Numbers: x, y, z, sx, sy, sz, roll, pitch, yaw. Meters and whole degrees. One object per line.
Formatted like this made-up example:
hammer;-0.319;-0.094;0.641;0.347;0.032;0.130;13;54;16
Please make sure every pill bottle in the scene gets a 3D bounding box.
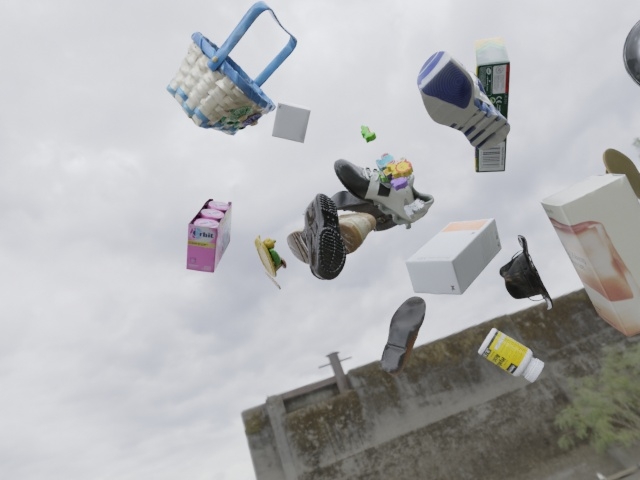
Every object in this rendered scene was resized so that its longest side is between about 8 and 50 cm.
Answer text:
pill bottle;0.396;0.240;0.904;0.065;0.116;0.065;-44;-27;-30

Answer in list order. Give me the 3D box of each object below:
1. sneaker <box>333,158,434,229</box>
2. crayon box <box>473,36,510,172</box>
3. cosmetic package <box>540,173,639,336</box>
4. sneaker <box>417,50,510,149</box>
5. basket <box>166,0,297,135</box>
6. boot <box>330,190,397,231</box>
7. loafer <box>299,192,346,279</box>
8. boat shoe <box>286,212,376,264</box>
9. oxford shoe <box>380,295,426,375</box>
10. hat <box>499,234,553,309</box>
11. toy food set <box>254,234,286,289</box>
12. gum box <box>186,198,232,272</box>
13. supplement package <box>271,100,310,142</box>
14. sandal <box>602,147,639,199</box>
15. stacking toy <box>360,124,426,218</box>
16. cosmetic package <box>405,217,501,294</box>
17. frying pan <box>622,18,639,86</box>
sneaker;0.194;-0.170;1.283;0.330;0.122;0.146;28;-49;-24
crayon box;0.583;-0.468;1.498;0.106;0.313;0.363;0;-53;19
cosmetic package;0.596;0.023;0.895;0.129;0.296;0.153;-27;1;15
sneaker;0.343;-0.371;1.112;0.315;0.182;0.127;25;-52;-38
basket;-0.183;-0.388;1.003;0.289;0.201;0.255;-48;-5;15
boot;0.177;-0.106;1.758;0.263;0.091;0.229;-9;-40;34
loafer;0.000;0.000;0.927;0.080;0.220;0.078;30;-50;-30
boat shoe;0.026;-0.007;1.284;0.110;0.122;0.341;-36;16;-35
oxford shoe;0.212;0.242;1.110;0.212;0.076;0.076;-62;-30;-18
hat;0.765;0.137;1.669;0.134;0.331;0.331;-21;-29;21
toy food set;-0.182;0.066;1.665;0.071;0.128;0.218;-30;-51;-21
gum box;-0.250;-0.018;1.001;0.062;0.188;0.107;8;-68;-3
supplement package;-0.121;-0.495;1.804;0.139;0.244;0.134;11;-71;-6
sandal;0.860;-0.159;1.228;0.088;0.240;0.079;-56;4;-16
stacking toy;0.179;-0.174;1.074;0.052;0.221;0.167;-30;-43;4
cosmetic package;0.600;0.063;1.935;0.230;0.162;0.453;-4;21;45
frying pan;0.803;-0.396;0.881;0.326;0.197;0.053;2;-2;16
